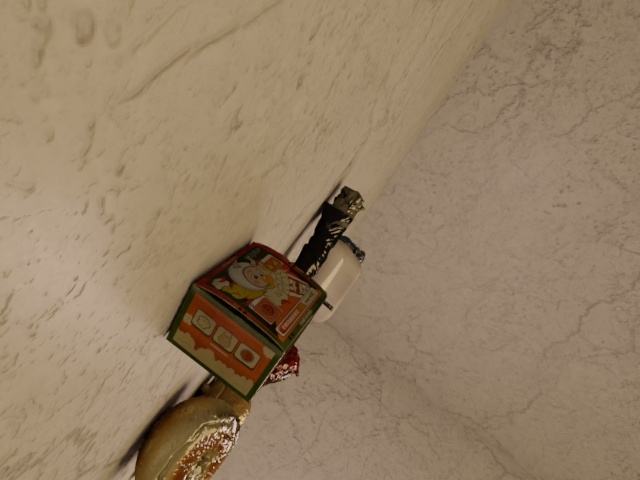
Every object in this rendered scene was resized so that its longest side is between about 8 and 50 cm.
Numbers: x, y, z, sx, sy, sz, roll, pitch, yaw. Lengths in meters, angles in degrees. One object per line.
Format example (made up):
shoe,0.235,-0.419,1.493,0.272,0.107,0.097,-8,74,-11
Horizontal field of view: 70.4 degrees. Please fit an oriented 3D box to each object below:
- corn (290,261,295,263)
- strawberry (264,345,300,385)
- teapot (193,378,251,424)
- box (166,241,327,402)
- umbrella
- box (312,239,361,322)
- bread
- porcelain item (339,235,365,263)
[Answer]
corn,-0.128,0.140,1.312,0.207,0.068,0.068,-48,172,-24
strawberry,-0.208,0.417,1.654,0.274,0.220,0.274,-11,159,-4
teapot,-0.347,0.544,1.494,0.203,0.167,0.311,-26,-162,10
box,-0.118,0.128,0.783,0.148,0.178,0.195,-58,173,28
umbrella,-0.003,-0.003,1.298,0.357,0.106,0.113,-55,166,-11
box,0.024,0.176,1.952,0.349,0.141,0.288,-53,143,-8
bread,-0.361,0.554,1.228,0.306,0.159,0.305,-30,136,-34
porcelain item,0.086,0.101,2.175,0.288,0.186,0.138,-59,176,35
